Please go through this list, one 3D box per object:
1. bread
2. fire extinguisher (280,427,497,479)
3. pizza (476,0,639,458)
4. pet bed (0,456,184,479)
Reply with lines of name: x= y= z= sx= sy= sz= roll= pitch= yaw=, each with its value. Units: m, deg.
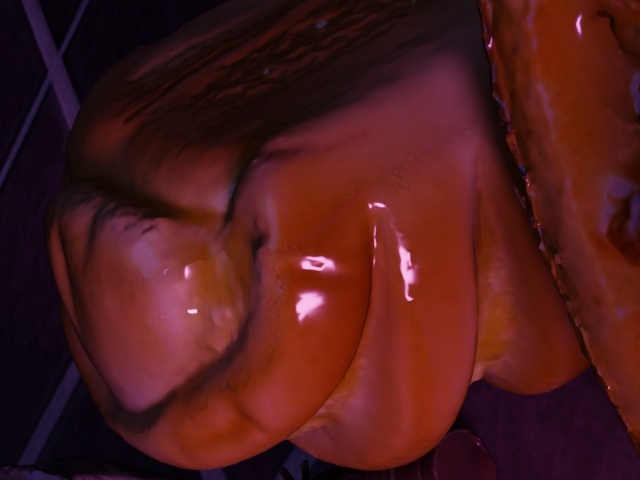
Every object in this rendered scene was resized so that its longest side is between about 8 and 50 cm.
bread: x=0.000 y=0.000 z=0.834 sx=0.270 sy=0.211 sz=0.316 roll=-34 pitch=25 yaw=-13
fire extinguisher: x=0.033 y=0.146 z=0.922 sx=0.157 sy=0.045 sz=0.078 roll=-27 pitch=77 yaw=50
pizza: x=0.228 y=-0.087 z=0.520 sx=0.406 sy=0.130 sz=0.439 roll=-16 pitch=91 yaw=38
pet bed: x=-0.194 y=0.250 z=1.131 sx=0.183 sy=0.159 sz=0.210 roll=-16 pitch=65 yaw=56
